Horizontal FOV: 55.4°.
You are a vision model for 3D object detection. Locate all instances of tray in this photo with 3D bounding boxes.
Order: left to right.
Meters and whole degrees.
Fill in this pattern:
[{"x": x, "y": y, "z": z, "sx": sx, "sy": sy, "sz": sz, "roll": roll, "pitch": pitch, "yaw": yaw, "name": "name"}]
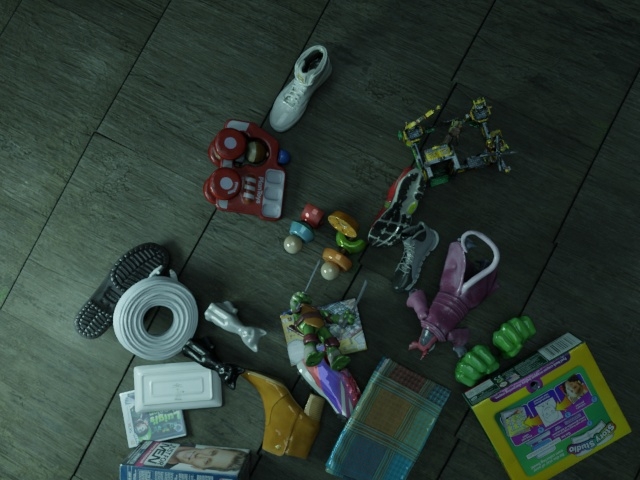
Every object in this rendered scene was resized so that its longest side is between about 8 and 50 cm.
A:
[{"x": -0.446, "y": 0.456, "z": 1.901, "sx": 0.271, "sy": 0.030, "sz": 0.145, "roll": -4, "pitch": 82, "yaw": -3, "name": "tray"}]

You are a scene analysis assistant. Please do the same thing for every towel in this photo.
[{"x": 0.202, "y": 0.553, "z": 1.782, "sx": 0.271, "sy": 0.040, "sz": 0.370, "roll": 30, "pitch": 86, "yaw": -22, "name": "towel"}]

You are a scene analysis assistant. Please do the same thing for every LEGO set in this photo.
[{"x": 0.410, "y": -0.303, "z": 1.851, "sx": 0.331, "sy": 0.192, "sz": 0.254, "roll": -8, "pitch": 82, "yaw": 4, "name": "LEGO set"}]

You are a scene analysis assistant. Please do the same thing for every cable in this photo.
[{"x": -0.498, "y": 0.240, "z": 1.869, "sx": 0.257, "sy": 0.089, "sz": 0.257, "roll": -38, "pitch": 111, "yaw": -22, "name": "cable"}]

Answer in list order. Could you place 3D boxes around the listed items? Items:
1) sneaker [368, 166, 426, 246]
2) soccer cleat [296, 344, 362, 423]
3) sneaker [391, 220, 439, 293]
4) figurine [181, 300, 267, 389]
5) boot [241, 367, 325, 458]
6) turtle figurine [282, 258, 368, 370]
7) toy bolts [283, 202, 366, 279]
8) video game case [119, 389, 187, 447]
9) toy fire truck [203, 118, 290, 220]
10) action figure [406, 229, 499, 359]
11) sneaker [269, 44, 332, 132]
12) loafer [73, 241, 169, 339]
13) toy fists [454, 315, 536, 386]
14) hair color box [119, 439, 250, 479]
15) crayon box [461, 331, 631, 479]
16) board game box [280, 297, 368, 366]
[{"x": 0.238, "y": -0.102, "z": 1.886, "sx": 0.107, "sy": 0.118, "sz": 0.279, "roll": 25, "pitch": 111, "yaw": -15, "name": "sneaker"}, {"x": 0.071, "y": 0.452, "z": 1.816, "sx": 0.116, "sy": 0.108, "sz": 0.318, "roll": -44, "pitch": 89, "yaw": 5, "name": "soccer cleat"}, {"x": 0.261, "y": 0.039, "z": 1.846, "sx": 0.086, "sy": 0.132, "sz": 0.228, "roll": 22, "pitch": 76, "yaw": 44, "name": "sneaker"}, {"x": -0.284, "y": 0.316, "z": 1.862, "sx": 0.209, "sy": 0.092, "sz": 0.214, "roll": 30, "pitch": 86, "yaw": 28, "name": "figurine"}, {"x": -0.144, "y": 0.527, "z": 1.846, "sx": 0.295, "sy": 0.104, "sz": 0.211, "roll": 22, "pitch": 85, "yaw": 4, "name": "boot"}, {"x": 0.013, "y": 0.218, "z": 1.749, "sx": 0.275, "sy": 0.198, "sz": 0.266, "roll": -26, "pitch": 48, "yaw": 9, "name": "turtle figurine"}, {"x": 0.000, "y": 0.000, "z": 1.850, "sx": 0.229, "sy": 0.218, "sz": 0.158, "roll": 30, "pitch": 73, "yaw": 15, "name": "toy bolts"}, {"x": -0.527, "y": 0.547, "z": 1.921, "sx": 0.191, "sy": 0.022, "sz": 0.173, "roll": -14, "pitch": 82, "yaw": 4, "name": "video game case"}, {"x": -0.229, "y": -0.223, "z": 1.936, "sx": 0.254, "sy": 0.169, "sz": 0.302, "roll": 8, "pitch": 84, "yaw": -18, "name": "toy fire truck"}, {"x": 0.392, "y": 0.192, "z": 1.764, "sx": 0.248, "sy": 0.275, "sz": 0.370, "roll": 35, "pitch": 73, "yaw": 3, "name": "action figure"}, {"x": -0.075, "y": -0.489, "z": 1.935, "sx": 0.108, "sy": 0.169, "sz": 0.292, "roll": 35, "pitch": 89, "yaw": 7, "name": "sneaker"}, {"x": -0.633, "y": 0.151, "z": 1.928, "sx": 0.134, "sy": 0.130, "sz": 0.366, "roll": 46, "pitch": 71, "yaw": -7, "name": "loafer"}, {"x": 0.508, "y": 0.323, "z": 1.779, "sx": 0.279, "sy": 0.142, "sz": 0.096, "roll": -38, "pitch": 67, "yaw": 1, "name": "toy fists"}, {"x": -0.395, "y": 0.686, "z": 1.806, "sx": 0.347, "sy": 0.174, "sz": 0.105, "roll": 3, "pitch": 97, "yaw": 5, "name": "hair color box"}, {"x": 0.641, "y": 0.489, "z": 1.731, "sx": 0.363, "sy": 0.106, "sz": 0.313, "roll": -30, "pitch": 101, "yaw": 1, "name": "crayon box"}, {"x": 0.011, "y": 0.284, "z": 1.892, "sx": 0.243, "sy": 0.042, "sz": 0.165, "roll": -13, "pitch": 82, "yaw": 4, "name": "board game box"}]
